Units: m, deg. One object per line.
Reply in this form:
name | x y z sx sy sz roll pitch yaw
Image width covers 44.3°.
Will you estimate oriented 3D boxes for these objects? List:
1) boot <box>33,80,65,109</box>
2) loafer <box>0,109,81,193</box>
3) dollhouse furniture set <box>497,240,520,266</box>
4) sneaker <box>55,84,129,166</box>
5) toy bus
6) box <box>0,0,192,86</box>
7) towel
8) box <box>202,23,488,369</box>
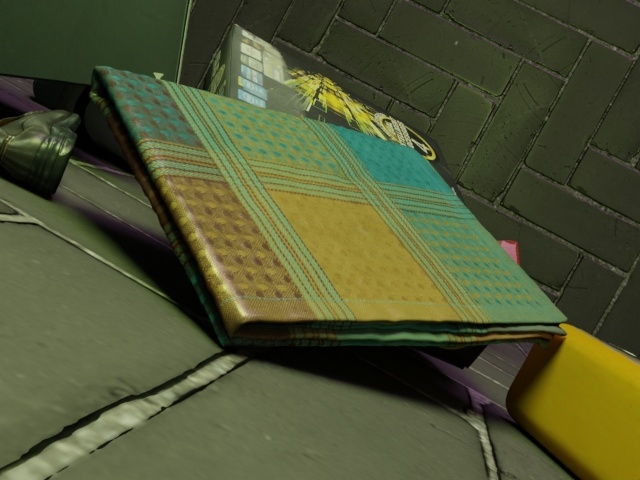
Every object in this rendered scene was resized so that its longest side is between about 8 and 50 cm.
boot | -0.409 -0.246 1.415 0.219 0.082 0.106 24 8 -30
loafer | -0.238 -0.085 0.650 0.061 0.062 0.170 22 4 -21
dollhouse furniture set | 0.168 -0.016 1.266 0.374 0.201 0.152 26 43 -26
sneaker | -0.205 -0.144 1.164 0.210 0.137 0.366 30 9 16
toy bus | 0.265 0.161 0.655 0.130 0.108 0.333 26 5 -19
box | -0.360 -0.295 0.885 0.343 0.179 0.312 1 20 -34
towel | 0.019 -0.018 0.641 0.370 0.040 0.271 6 39 -44
box | 0.018 -0.067 0.870 0.318 0.097 0.395 24 28 -18
